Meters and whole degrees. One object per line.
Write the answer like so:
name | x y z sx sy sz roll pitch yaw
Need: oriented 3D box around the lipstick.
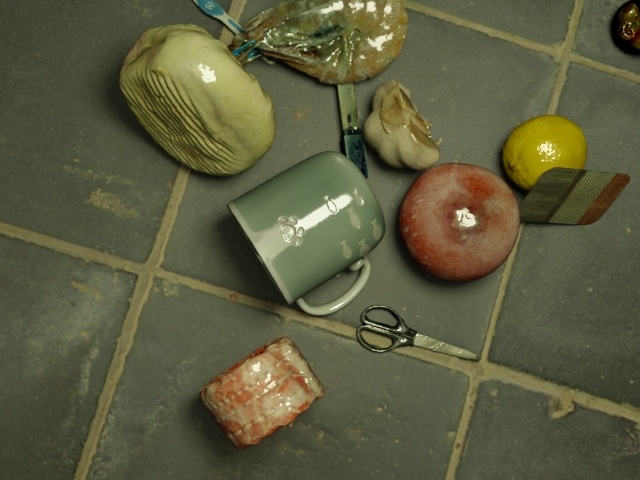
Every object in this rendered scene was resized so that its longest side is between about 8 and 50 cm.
lipstick | 0.066 -0.295 1.564 0.051 0.051 0.313 -6 83 -9

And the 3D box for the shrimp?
shrimp | -0.017 -0.456 1.517 0.445 0.110 0.221 -12 108 2

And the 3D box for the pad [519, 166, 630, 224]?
pad | 0.557 -0.025 1.545 0.249 0.055 0.323 2 118 -22

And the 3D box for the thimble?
thimble | -0.121 0.323 1.416 0.239 0.239 0.162 -32 88 -6

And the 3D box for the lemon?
lemon | 0.518 -0.199 1.521 0.203 0.178 0.179 -20 87 -17

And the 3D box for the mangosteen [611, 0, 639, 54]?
mangosteen | 0.757 -0.509 1.576 0.151 0.137 0.137 -24 86 -46

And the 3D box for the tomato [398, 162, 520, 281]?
tomato | 0.308 -0.039 1.467 0.270 0.227 0.271 0 91 -1

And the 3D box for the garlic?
garlic | 0.179 -0.244 1.517 0.142 0.178 0.230 -36 55 20

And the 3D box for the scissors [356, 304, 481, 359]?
scissors | 0.233 0.233 1.546 0.299 0.022 0.109 16 88 -3

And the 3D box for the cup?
cup | 0.000 0.000 1.456 0.274 0.259 0.357 -32 119 -6

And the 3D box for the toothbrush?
toothbrush | -0.255 -0.545 1.573 0.386 0.040 0.040 41 84 -4

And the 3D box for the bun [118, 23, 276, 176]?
bun | -0.251 -0.311 1.416 0.361 0.361 0.213 34 64 -1
